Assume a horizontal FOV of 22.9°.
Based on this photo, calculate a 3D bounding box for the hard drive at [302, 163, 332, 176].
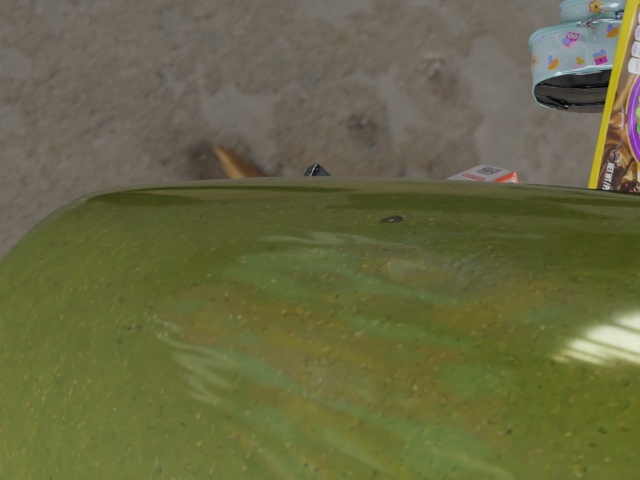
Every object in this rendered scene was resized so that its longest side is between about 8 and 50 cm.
[{"bbox_3d":[0.000,0.000,1.589,0.094,0.022,0.135,44,46,-21],"label":"hard drive"}]

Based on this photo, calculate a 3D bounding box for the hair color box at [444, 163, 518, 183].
[{"bbox_3d":[0.119,-0.027,1.534,0.141,0.072,0.043,-24,107,-16],"label":"hair color box"}]

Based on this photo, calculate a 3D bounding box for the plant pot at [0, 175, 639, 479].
[{"bbox_3d":[0.029,0.090,0.498,0.294,0.274,0.275,21,42,30],"label":"plant pot"}]

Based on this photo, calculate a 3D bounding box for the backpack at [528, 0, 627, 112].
[{"bbox_3d":[0.358,-0.236,2.020,0.166,0.188,0.144,28,51,-67],"label":"backpack"}]

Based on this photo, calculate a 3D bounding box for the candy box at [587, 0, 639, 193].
[{"bbox_3d":[0.249,-0.072,1.115,0.105,0.205,0.027,13,27,13],"label":"candy box"}]
